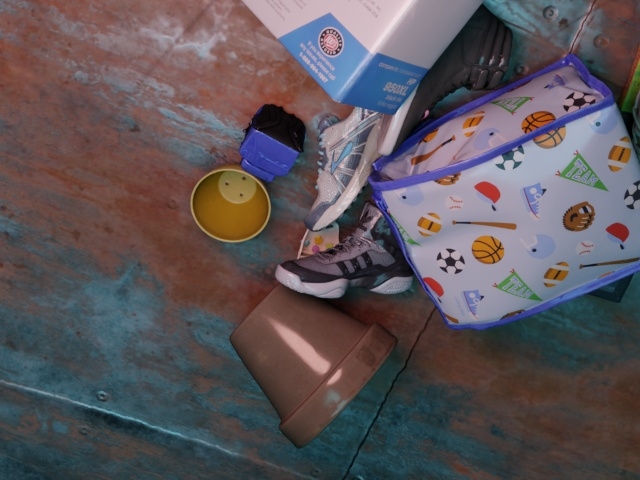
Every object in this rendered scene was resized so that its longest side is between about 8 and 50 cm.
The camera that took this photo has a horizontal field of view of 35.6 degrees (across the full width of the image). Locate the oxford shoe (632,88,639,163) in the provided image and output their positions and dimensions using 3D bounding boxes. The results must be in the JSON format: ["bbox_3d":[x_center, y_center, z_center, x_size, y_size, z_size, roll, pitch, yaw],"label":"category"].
[{"bbox_3d":[0.544,-0.157,1.551,0.130,0.169,0.449,-13,133,19],"label":"oxford shoe"}]

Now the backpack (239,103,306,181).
[{"bbox_3d":[-0.084,-0.165,1.645,0.098,0.120,0.101,32,123,-14],"label":"backpack"}]

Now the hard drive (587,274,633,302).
[{"bbox_3d":[0.510,0.038,1.758,0.094,0.022,0.135,16,116,-4],"label":"hard drive"}]

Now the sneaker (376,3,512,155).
[{"bbox_3d":[0.201,-0.243,1.549,0.147,0.104,0.295,27,84,-11],"label":"sneaker"}]

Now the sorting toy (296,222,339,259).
[{"bbox_3d":[0.000,0.000,1.764,0.083,0.045,0.075,10,102,-22],"label":"sorting toy"}]

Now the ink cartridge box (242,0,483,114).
[{"bbox_3d":[0.098,-0.421,1.408,0.395,0.166,0.285,-51,62,23],"label":"ink cartridge box"}]

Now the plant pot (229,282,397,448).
[{"bbox_3d":[-0.031,0.197,1.766,0.229,0.263,0.263,43,112,2],"label":"plant pot"}]

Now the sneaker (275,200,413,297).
[{"bbox_3d":[0.051,0.011,1.704,0.269,0.101,0.153,0,109,-31],"label":"sneaker"}]

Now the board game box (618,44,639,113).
[{"bbox_3d":[0.574,-0.316,1.574,0.124,0.039,0.259,12,119,-4],"label":"board game box"}]

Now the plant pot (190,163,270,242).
[{"bbox_3d":[-0.147,-0.076,1.704,0.134,0.095,0.134,1,115,3],"label":"plant pot"}]

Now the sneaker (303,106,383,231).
[{"bbox_3d":[0.040,-0.145,1.669,0.122,0.110,0.283,34,107,1],"label":"sneaker"}]

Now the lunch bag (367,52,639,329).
[{"bbox_3d":[0.307,-0.061,1.603,0.386,0.239,0.327,-27,116,8],"label":"lunch bag"}]
